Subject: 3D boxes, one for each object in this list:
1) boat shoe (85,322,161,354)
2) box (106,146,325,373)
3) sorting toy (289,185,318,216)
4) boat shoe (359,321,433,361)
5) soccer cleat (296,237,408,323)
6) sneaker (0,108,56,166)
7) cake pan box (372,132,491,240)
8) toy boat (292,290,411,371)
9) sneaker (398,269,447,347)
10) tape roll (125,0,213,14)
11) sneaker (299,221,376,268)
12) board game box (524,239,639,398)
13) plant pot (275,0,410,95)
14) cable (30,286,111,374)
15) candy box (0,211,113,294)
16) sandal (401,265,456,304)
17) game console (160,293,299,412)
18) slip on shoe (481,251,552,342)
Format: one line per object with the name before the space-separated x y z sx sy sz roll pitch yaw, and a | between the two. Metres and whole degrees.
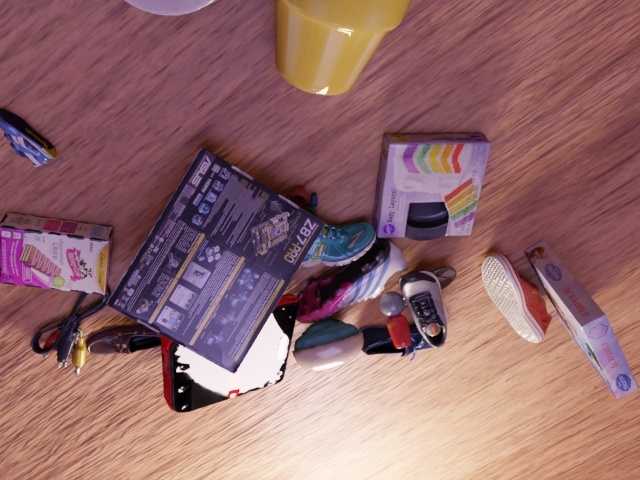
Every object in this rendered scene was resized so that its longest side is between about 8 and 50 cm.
boat shoe | -0.491 0.254 1.482 0.207 0.073 0.073 -14 134 -15
box | -0.223 0.044 1.277 0.318 0.097 0.395 30 89 -9
sorting toy | -0.035 -0.094 1.383 0.061 0.042 0.102 -10 138 16
boat shoe | 0.233 0.299 1.649 0.258 0.089 0.109 -6 124 -6
soccer cleat | 0.082 0.127 1.498 0.331 0.116 0.143 -38 131 18
sneaker | -0.620 -0.208 1.196 0.059 0.053 0.144 -33 121 15
cake pan box | 0.259 -0.126 1.392 0.246 0.070 0.267 0 123 -7
toy boat | 0.077 0.239 1.524 0.318 0.267 0.148 -15 82 -2
sneaker | 0.281 0.177 1.517 0.100 0.108 0.271 -20 130 14
tape roll | -0.256 -0.535 0.977 0.286 0.100 0.286 3 118 6
sneaker | 0.000 0.000 1.396 0.275 0.107 0.110 -11 134 -3
board game box | 0.681 0.202 1.527 0.066 0.318 0.318 -31 122 11
plant pot | 0.020 -0.412 1.070 0.254 0.254 0.239 7 135 -14
cable | -0.635 0.211 1.483 0.139 0.072 0.287 27 103 -8
candy box | -0.610 0.033 1.344 0.233 0.071 0.159 7 121 -15
sandal | 0.285 0.114 1.567 0.072 0.049 0.180 28 129 -28
game console | -0.237 0.298 1.510 0.342 0.060 0.386 -13 140 -24
slip on shoe | 0.546 0.146 1.604 0.101 0.123 0.331 -47 118 -17
